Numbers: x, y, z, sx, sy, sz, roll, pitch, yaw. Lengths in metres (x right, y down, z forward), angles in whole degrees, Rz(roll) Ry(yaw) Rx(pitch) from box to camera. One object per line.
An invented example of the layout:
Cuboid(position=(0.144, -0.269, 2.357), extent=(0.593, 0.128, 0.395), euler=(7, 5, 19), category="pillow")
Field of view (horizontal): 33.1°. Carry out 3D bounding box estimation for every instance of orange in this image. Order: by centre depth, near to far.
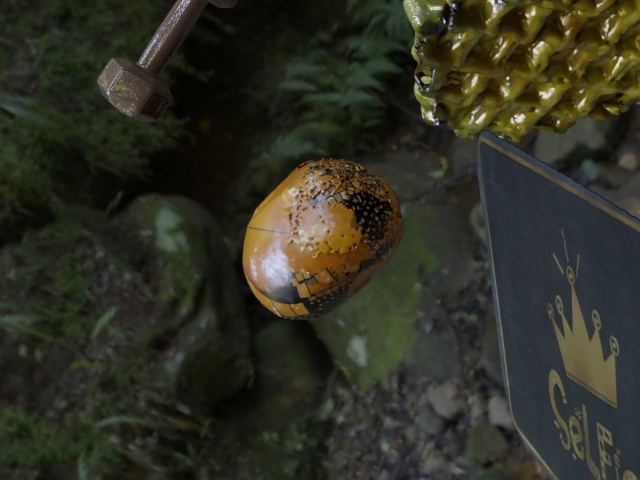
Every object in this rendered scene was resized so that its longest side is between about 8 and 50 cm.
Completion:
Cuboid(position=(0.000, 0.000, 1.432), extent=(0.234, 0.182, 0.234), euler=(-47, 4, 4), category="orange")

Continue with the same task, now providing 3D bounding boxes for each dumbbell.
Cuboid(position=(-0.185, -0.256, 1.332), extent=(0.231, 0.082, 0.092), euler=(-56, -24, 8), category="dumbbell")

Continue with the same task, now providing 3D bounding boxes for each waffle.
Cuboid(position=(0.291, -0.239, 1.261), extent=(0.379, 0.382, 0.095), euler=(61, -162, -62), category="waffle")

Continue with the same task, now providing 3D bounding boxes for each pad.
Cuboid(position=(0.136, 0.115, 0.640), extent=(0.375, 0.063, 0.315), euler=(-119, 18, -73), category="pad")
